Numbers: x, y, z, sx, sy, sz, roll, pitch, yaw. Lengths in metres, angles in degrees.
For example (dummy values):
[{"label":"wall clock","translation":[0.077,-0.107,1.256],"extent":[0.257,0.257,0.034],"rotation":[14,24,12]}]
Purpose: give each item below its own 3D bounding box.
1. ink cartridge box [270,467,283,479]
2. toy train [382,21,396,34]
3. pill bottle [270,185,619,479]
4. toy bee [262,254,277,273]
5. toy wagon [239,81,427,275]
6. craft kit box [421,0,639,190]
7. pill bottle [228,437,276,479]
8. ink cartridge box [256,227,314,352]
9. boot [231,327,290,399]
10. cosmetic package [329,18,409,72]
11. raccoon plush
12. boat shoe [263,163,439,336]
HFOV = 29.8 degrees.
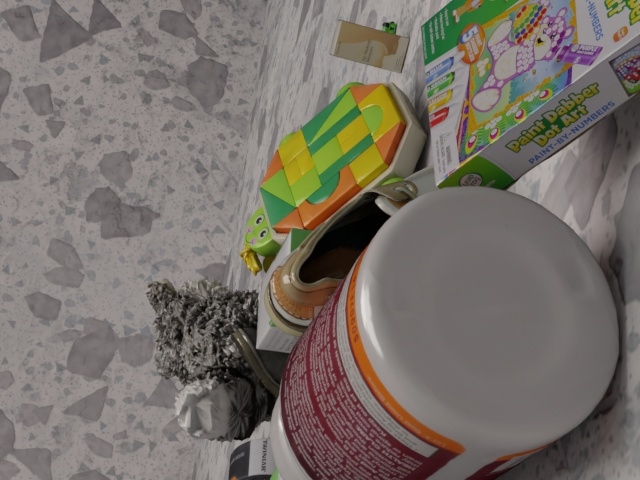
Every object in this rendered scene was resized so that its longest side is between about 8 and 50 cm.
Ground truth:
[{"label":"ink cartridge box","translation":[0.015,0.334,1.535],"extent":[0.273,0.114,0.198],"rotation":[114,164,-47]},{"label":"toy train","translation":[0.109,-0.328,2.009],"extent":[0.017,0.023,0.083],"rotation":[152,129,-76]},{"label":"pill bottle","translation":[0.088,0.130,1.108],"extent":[0.392,0.224,0.224],"rotation":[123,156,-60]},{"label":"toy bee","translation":[0.000,0.000,1.870],"extent":[0.162,0.195,0.298],"rotation":[39,102,29]},{"label":"toy wagon","translation":[0.001,-0.079,1.748],"extent":[0.344,0.068,0.267],"rotation":[-39,38,16]},{"label":"craft kit box","translation":[0.199,-0.181,1.062],"extent":[0.246,0.061,0.250],"rotation":[-35,34,28]},{"label":"pill bottle","translation":[-0.086,0.446,1.891],"extent":[0.130,0.130,0.246],"rotation":[113,164,-45]},{"label":"ink cartridge box","translation":[0.051,0.072,1.377],"extent":[0.160,0.219,0.093],"rotation":[120,156,-60]},{"label":"boot","translation":[0.008,0.107,1.492],"extent":[0.076,0.208,0.190],"rotation":[54,180,35]},{"label":"cosmetic package","translation":[0.077,-0.309,1.910],"extent":[0.041,0.115,0.060],"rotation":[-125,47,-75]},{"label":"raccoon plush","translation":[-0.178,0.142,1.679],"extent":[0.446,0.299,0.216],"rotation":[11,-95,-68]},{"label":"boat shoe","translation":[0.080,-0.004,1.262],"extent":[0.302,0.113,0.103],"rotation":[-35,-11,-23]}]
